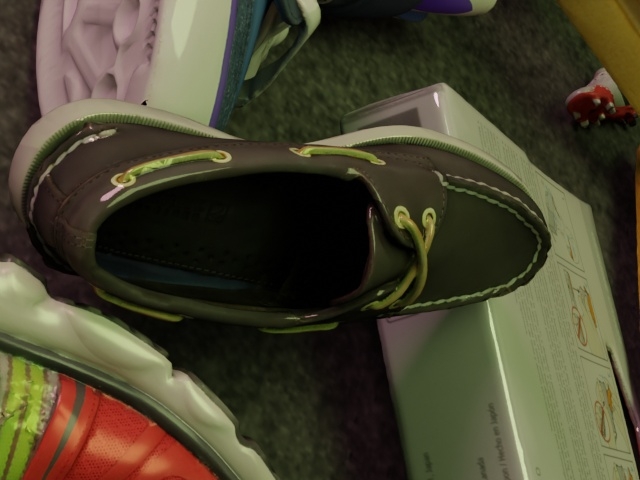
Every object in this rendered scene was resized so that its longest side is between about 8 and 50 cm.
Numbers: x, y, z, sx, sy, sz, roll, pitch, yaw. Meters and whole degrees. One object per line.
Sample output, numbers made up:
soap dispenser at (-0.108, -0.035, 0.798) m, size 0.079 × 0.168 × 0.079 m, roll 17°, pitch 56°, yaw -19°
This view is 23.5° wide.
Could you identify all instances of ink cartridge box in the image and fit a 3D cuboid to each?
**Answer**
ink cartridge box at (0.105, 0.085, 0.762) m, size 0.239 × 0.060 × 0.275 m, roll 27°, pitch 49°, yaw -62°

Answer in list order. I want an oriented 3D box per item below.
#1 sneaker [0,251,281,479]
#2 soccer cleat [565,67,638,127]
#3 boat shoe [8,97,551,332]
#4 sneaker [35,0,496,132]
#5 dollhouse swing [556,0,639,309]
sneaker at (-0.129, 0.070, 0.536) m, size 0.279 × 0.107 × 0.118 m, roll 37°, pitch 67°, yaw -21°
soccer cleat at (0.171, -0.089, 0.931) m, size 0.083 × 0.029 × 0.035 m, roll -2°, pitch 63°, yaw -47°
boat shoe at (0.000, 0.000, 0.581) m, size 0.228 × 0.081 × 0.068 m, roll 5°, pitch 24°, yaw -30°
sneaker at (0.005, -0.133, 0.717) m, size 0.236 × 0.130 × 0.322 m, roll 21°, pitch 51°, yaw -31°
dollhouse swing at (0.289, -0.028, 0.743) m, size 0.305 × 0.347 × 0.315 m, roll 36°, pitch 48°, yaw -40°
